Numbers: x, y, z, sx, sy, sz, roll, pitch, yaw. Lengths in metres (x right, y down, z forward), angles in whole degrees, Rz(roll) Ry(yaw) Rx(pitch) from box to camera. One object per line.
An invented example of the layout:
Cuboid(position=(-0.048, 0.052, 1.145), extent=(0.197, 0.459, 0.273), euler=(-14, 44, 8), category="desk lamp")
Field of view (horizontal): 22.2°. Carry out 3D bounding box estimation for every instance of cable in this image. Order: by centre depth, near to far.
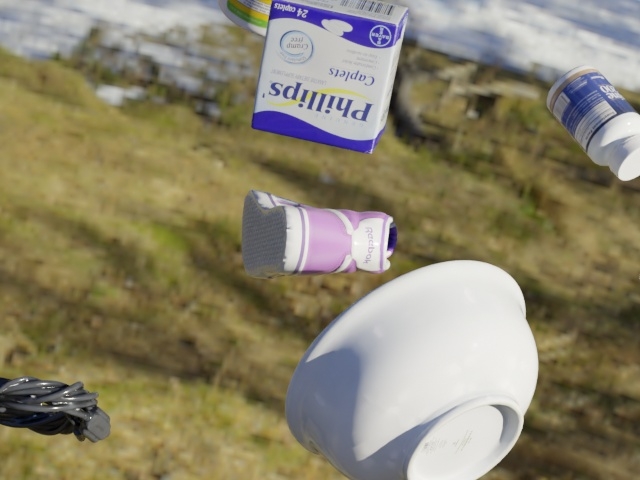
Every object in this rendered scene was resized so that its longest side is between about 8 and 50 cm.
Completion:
Cuboid(position=(-0.290, 0.157, 1.613), extent=(0.151, 0.047, 0.184), euler=(11, -15, 12), category="cable")

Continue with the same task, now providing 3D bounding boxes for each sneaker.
Cuboid(position=(0.000, 0.001, 1.910), extent=(0.161, 0.102, 0.282), euler=(1, 8, -16), category="sneaker")

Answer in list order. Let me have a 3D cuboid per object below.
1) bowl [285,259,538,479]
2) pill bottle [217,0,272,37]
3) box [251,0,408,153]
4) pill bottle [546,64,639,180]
Cuboid(position=(0.122, 0.173, 1.730), extent=(0.298, 0.298, 0.134), euler=(-3, 42, -34), category="bowl")
Cuboid(position=(-0.040, -0.396, 2.112), extent=(0.136, 0.245, 0.136), euler=(13, 36, -10), category="pill bottle")
Cuboid(position=(0.009, -0.168, 1.587), extent=(0.126, 0.137, 0.072), euler=(13, 25, 5), category="box")
Cuboid(position=(0.292, -0.120, 1.682), extent=(0.067, 0.067, 0.120), euler=(-6, 48, -38), category="pill bottle")
